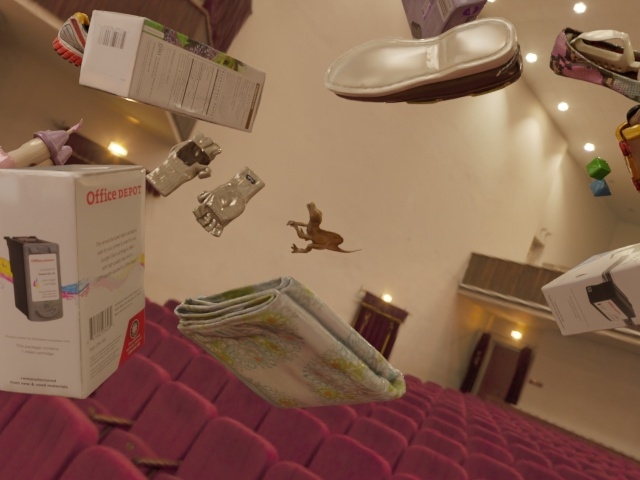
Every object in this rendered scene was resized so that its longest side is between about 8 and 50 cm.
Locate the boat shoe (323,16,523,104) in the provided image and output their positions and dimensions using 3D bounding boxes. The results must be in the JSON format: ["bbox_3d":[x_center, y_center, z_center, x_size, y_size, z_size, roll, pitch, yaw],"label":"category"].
[{"bbox_3d":[0.162,-0.275,0.959,0.324,0.116,0.097,-4,-23,29],"label":"boat shoe"}]

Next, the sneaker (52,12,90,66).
[{"bbox_3d":[-0.376,-0.337,1.085,0.225,0.092,0.088,29,17,-17],"label":"sneaker"}]

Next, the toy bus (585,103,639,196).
[{"bbox_3d":[0.560,-0.173,0.998,0.191,0.104,0.202,6,-41,-10],"label":"toy bus"}]

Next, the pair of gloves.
[{"bbox_3d":[-0.287,-0.146,1.461,0.240,0.204,0.042,38,-26,-3],"label":"pair of gloves"}]

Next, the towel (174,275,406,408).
[{"bbox_3d":[-0.065,0.218,1.131,0.320,0.090,0.374,-15,-48,42],"label":"towel"}]

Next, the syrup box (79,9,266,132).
[{"bbox_3d":[-0.185,-0.216,0.776,0.093,0.096,0.237,21,10,29],"label":"syrup box"}]

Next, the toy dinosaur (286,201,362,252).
[{"bbox_3d":[0.000,0.000,0.981,0.093,0.053,0.183,-1,-26,27],"label":"toy dinosaur"}]

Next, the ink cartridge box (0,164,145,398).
[{"bbox_3d":[-0.358,0.044,0.862,0.131,0.306,0.226,3,9,5],"label":"ink cartridge box"}]

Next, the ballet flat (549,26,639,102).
[{"bbox_3d":[0.418,-0.241,0.794,0.221,0.077,0.079,33,-26,34],"label":"ballet flat"}]

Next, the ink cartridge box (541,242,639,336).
[{"bbox_3d":[0.677,0.089,1.246,0.223,0.129,0.307,-22,-5,-30],"label":"ink cartridge box"}]

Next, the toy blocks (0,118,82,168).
[{"bbox_3d":[-0.569,-0.094,1.097,0.309,0.260,0.288,52,-36,-7],"label":"toy blocks"}]

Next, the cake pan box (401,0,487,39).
[{"bbox_3d":[0.217,-0.500,1.115,0.070,0.245,0.267,-17,-7,-5],"label":"cake pan box"}]
